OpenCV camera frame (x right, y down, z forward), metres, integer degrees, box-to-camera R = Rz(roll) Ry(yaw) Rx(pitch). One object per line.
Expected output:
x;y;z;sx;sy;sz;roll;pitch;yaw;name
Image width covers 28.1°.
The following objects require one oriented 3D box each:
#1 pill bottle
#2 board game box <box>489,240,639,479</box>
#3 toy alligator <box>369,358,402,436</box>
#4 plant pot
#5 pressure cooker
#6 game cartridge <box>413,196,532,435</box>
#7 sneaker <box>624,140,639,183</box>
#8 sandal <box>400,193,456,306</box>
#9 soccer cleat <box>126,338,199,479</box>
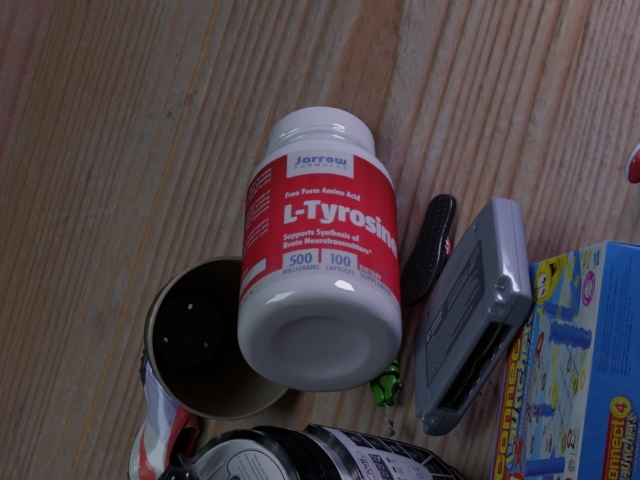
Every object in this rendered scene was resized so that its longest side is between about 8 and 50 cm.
0.000;0.000;1.873;0.229;0.229;0.408;-43;32;35;pill bottle
0.290;0.171;1.450;0.302;0.086;0.308;142;138;-78;board game box
0.095;0.200;1.853;0.051;0.056;0.190;-21;49;-1;toy alligator
-0.190;0.156;2.112;0.274;0.256;0.256;175;108;-69;plant pot
-0.018;0.426;1.594;0.370;0.420;0.375;-17;62;50;pressure cooker
0.194;0.094;1.661;0.196;0.060;0.294;-93;19;-44;game cartridge
0.421;-0.104;1.543;0.118;0.042;0.067;-53;37;22;sneaker
0.164;0.018;1.847;0.067;0.040;0.179;-1;61;47;sandal
-0.257;0.289;2.257;0.116;0.108;0.318;-3;71;31;soccer cleat
